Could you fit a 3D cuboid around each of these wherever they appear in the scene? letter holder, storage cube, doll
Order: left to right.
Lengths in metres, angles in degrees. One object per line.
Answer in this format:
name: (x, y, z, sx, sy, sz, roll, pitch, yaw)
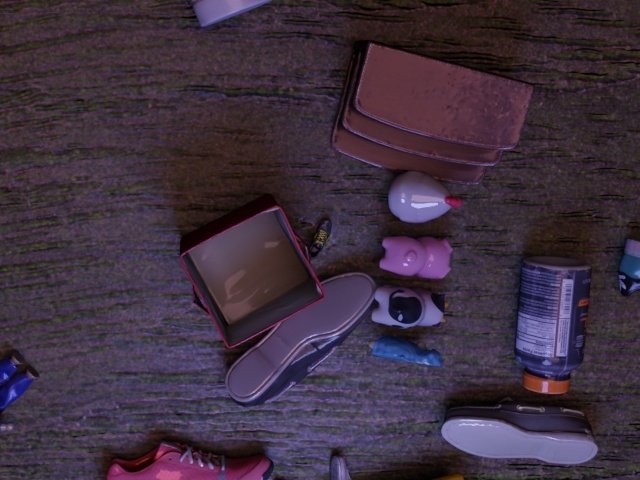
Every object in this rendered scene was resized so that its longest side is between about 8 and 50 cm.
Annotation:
doll: (-0.593, 0.289, 1.778, 0.189, 0.046, 0.129, -41, 101, -1)
storage cube: (-0.125, 0.046, 1.732, 0.215, 0.193, 0.184, -28, 102, -2)
letter holder: (0.189, -0.212, 1.759, 0.301, 0.152, 0.215, 13, 99, -10)

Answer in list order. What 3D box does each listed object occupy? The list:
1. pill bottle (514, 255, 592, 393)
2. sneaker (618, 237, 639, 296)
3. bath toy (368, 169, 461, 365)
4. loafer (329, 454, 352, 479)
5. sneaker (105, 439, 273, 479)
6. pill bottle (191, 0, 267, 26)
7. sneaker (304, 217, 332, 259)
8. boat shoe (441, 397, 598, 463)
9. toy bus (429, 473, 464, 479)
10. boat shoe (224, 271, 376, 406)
pill bottle: (0.431, 0.159, 1.861, 0.130, 0.130, 0.246, 2, 99, -8)
sneaker: (0.714, 0.084, 1.906, 0.302, 0.108, 0.121, 14, 98, -2)
bath toy: (0.181, 0.049, 1.804, 0.129, 0.151, 0.348, 8, 95, 22)
loafer: (0.043, 0.465, 1.902, 0.039, 0.045, 0.125, -8, 107, -24)
sneaker: (-0.243, 0.425, 1.815, 0.313, 0.116, 0.136, -13, 99, -6)
pill bottle: (-0.189, -0.513, 1.652, 0.160, 0.160, 0.283, -22, 102, -4)
sneaker: (0.000, 0.000, 1.822, 0.031, 0.035, 0.083, 23, 95, -12)
boat shoe: (0.376, 0.356, 1.904, 0.304, 0.091, 0.109, 9, 134, -7)
toy bus: (0.118, 0.542, 1.858, 0.332, 0.108, 0.130, -13, 144, -6)
boat shoe: (-0.033, 0.182, 1.829, 0.335, 0.095, 0.112, -39, 66, -4)
